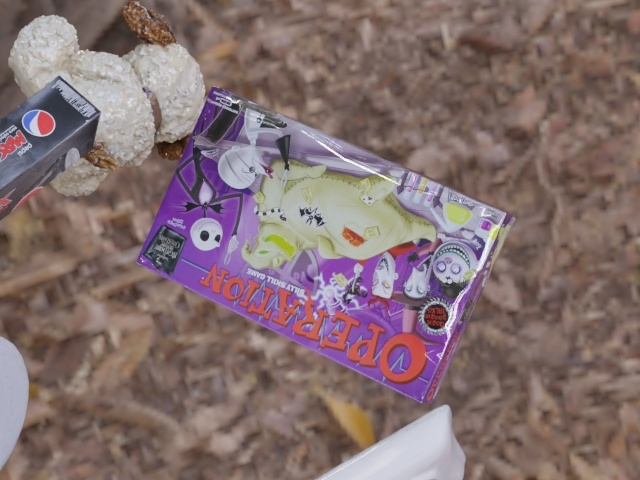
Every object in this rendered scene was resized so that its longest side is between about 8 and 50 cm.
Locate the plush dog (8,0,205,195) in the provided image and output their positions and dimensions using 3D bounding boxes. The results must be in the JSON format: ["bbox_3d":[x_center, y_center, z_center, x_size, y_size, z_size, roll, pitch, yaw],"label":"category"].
[{"bbox_3d":[-0.252,-0.181,2.190,0.225,0.262,0.210,-31,37,-26],"label":"plush dog"}]

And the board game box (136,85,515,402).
[{"bbox_3d":[0.000,0.000,1.696,0.347,0.208,0.056,24,7,20],"label":"board game box"}]

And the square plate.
[{"bbox_3d":[-0.003,0.292,1.619,0.344,0.347,0.049,-32,73,-2],"label":"square plate"}]

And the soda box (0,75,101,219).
[{"bbox_3d":[-0.264,-0.067,1.423,0.053,0.060,0.169,39,54,11],"label":"soda box"}]

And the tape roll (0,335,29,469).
[{"bbox_3d":[-0.392,0.179,1.657,0.072,0.219,0.219,24,47,29],"label":"tape roll"}]
